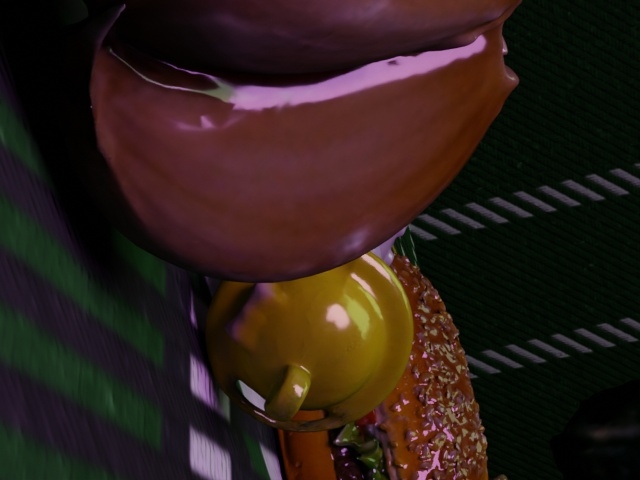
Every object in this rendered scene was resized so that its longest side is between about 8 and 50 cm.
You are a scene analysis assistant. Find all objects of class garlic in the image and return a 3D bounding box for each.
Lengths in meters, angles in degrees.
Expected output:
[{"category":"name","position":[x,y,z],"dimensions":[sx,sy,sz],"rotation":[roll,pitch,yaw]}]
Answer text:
[{"category":"garlic","position":[-0.013,-0.110,0.527],"dimensions":[0.191,0.214,0.160],"rotation":[6,42,-40]}]

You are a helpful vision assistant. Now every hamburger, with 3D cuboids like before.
[{"category":"hamburger","position":[0.029,0.078,0.895],"dimensions":[0.137,0.087,0.166],"rotation":[69,9,-64]}]

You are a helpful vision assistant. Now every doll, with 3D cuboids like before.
[{"category":"doll","position":[0.000,0.000,0.750],"dimensions":[0.081,0.129,0.207],"rotation":[30,33,-13]}]

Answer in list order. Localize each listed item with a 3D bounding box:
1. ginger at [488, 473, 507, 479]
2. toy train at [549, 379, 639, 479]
[{"category":"ginger","position":[0.141,0.271,1.786],"dimensions":[0.205,0.081,0.115],"rotation":[-33,112,-83]},{"category":"toy train","position":[0.067,0.196,0.441],"dimensions":[0.138,0.178,0.330],"rotation":[-18,100,-67]}]
